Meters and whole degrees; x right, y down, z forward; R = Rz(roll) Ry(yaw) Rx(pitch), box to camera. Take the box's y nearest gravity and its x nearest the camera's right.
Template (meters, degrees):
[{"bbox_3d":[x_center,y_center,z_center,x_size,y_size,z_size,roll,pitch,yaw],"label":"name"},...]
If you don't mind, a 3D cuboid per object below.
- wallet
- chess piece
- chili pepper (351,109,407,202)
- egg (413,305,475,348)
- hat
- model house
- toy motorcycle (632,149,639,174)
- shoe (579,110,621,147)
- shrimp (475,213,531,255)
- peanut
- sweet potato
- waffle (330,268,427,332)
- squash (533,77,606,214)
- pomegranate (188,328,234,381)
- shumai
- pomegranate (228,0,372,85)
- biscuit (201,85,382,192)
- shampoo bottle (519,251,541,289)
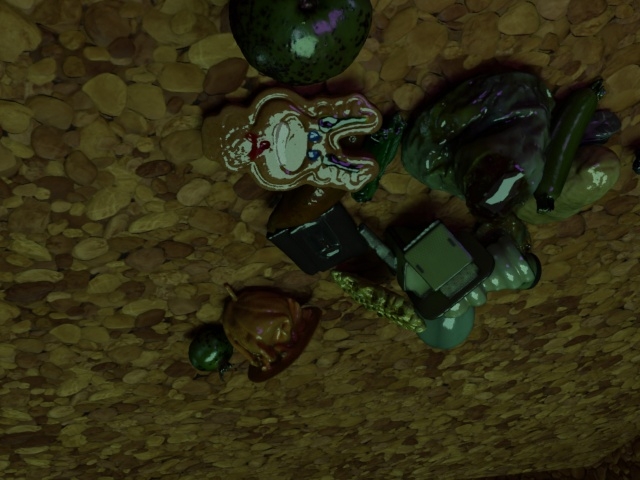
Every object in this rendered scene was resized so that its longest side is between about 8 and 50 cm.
[{"bbox_3d":[0.000,0.000,1.746,0.182,0.049,0.229,-26,146,11],"label":"wallet"},{"bbox_3d":[0.383,0.102,1.832,0.243,0.133,0.133,-33,143,6],"label":"chess piece"},{"bbox_3d":[0.113,-0.172,1.531,0.098,0.061,0.224,-22,147,-30],"label":"chili pepper"},{"bbox_3d":[0.332,0.199,2.039,0.168,0.168,0.230,-10,143,-6],"label":"egg"},{"bbox_3d":[-0.157,0.184,1.889,0.244,0.233,0.233,-36,115,10],"label":"hat"},{"bbox_3d":[0.230,0.007,1.745,0.218,0.205,0.279,-41,122,7],"label":"model house"},{"bbox_3d":[0.805,-0.190,1.754,0.213,0.082,0.122,8,140,-47],"label":"toy motorcycle"},{"bbox_3d":[0.557,-0.218,1.631,0.169,0.071,0.099,-14,152,-2],"label":"shoe"},{"bbox_3d":[0.462,-0.012,1.899,0.115,0.051,0.217,-26,145,27],"label":"shrimp"},{"bbox_3d":[0.534,-0.123,1.648,0.148,0.147,0.319,-2,165,-18],"label":"peanut"},{"bbox_3d":[0.002,-0.123,1.521,0.112,0.112,0.359,17,132,-37],"label":"sweet potato"},{"bbox_3d":[0.141,0.146,1.866,0.056,0.261,0.250,-61,152,-10],"label":"waffle"},{"bbox_3d":[0.484,-0.191,1.521,0.071,0.318,0.080,26,169,-3],"label":"squash"},{"bbox_3d":[-0.276,0.301,1.978,0.122,0.161,0.122,-28,146,-21],"label":"pomegranate"},{"bbox_3d":[0.345,-0.149,1.469,0.304,0.263,0.309,11,136,-32],"label":"shumai"},{"bbox_3d":[-0.042,-0.336,1.162,0.214,0.214,0.248,-2,-179,-18],"label":"pomegranate"},{"bbox_3d":[-0.051,-0.183,1.393,0.334,0.047,0.201,3,118,-5],"label":"biscuit"},{"bbox_3d":[0.436,0.072,1.959,0.284,0.101,0.101,5,141,-26],"label":"shampoo bottle"}]
